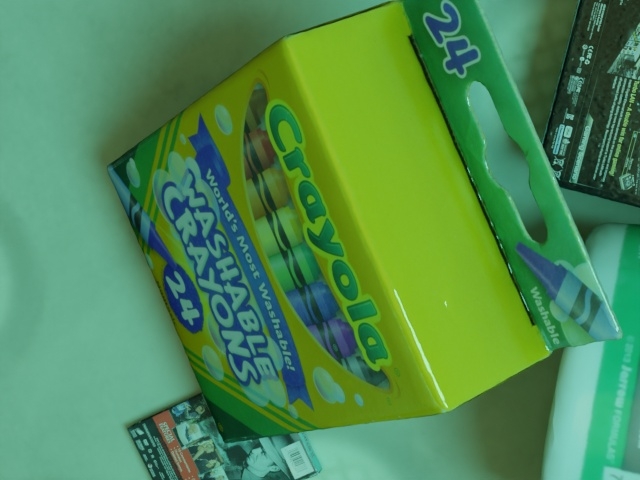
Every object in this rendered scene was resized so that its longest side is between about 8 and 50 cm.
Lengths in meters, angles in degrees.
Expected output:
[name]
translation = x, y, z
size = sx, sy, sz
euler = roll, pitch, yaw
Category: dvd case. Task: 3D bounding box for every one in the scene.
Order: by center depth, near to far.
[dvd case]
translation = -0.069, 0.148, 0.888
size = 0.119, 0.013, 0.087
euler = -27, 89, 18

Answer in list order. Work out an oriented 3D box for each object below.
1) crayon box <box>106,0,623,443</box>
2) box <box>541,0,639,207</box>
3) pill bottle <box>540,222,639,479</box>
[crayon box]
translation = 0.000, 0.000, 0.713
size = 0.323, 0.083, 0.203
euler = -23, 90, 59
[box]
translation = 0.221, -0.106, 0.740
size = 0.147, 0.077, 0.180
euler = 15, 101, 13
[pill bottle]
translation = 0.311, 0.115, 0.678
size = 0.360, 0.204, 0.204
euler = 10, 100, 14
